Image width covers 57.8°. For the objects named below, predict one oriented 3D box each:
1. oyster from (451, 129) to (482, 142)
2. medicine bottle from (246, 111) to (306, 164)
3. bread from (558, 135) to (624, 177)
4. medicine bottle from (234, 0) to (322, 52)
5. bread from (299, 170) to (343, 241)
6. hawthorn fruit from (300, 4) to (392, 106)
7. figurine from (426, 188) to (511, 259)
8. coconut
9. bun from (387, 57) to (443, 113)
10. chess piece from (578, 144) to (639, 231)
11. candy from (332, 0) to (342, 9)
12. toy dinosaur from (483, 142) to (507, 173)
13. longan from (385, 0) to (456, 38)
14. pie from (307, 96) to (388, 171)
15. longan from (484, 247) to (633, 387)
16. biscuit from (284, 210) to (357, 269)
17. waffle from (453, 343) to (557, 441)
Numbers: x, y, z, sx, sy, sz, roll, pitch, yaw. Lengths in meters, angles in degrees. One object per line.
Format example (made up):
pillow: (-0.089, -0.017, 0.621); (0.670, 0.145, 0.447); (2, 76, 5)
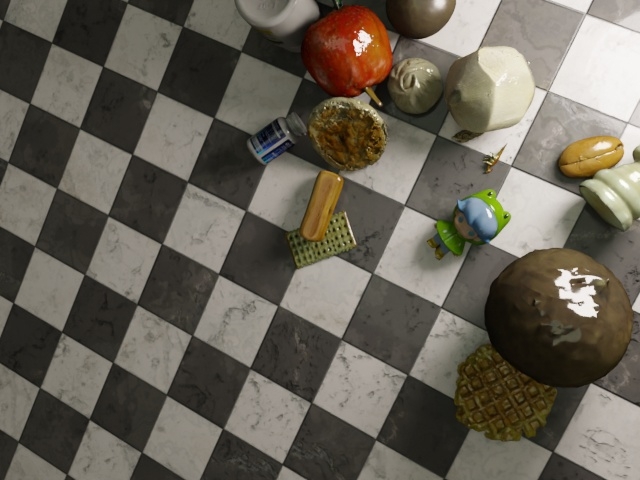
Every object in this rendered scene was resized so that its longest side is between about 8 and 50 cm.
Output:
oyster: (0.464, -0.323, 1.820); (0.083, 0.080, 0.038); (16, 122, 46)
medicine bottle: (-0.146, -0.347, 1.958); (0.191, 0.107, 0.107); (-33, 83, 13)
bread: (0.808, -0.251, 1.728); (0.189, 0.077, 0.114); (-18, 83, 17)
medicine bottle: (-0.115, -0.722, 1.819); (0.208, 0.339, 0.209); (0, 92, 14)
bread: (0.001, -0.112, 1.936); (0.092, 0.074, 0.240); (20, 91, 6)
hawthorn fruit: (0.100, -0.558, 1.805); (0.287, 0.287, 0.330); (-31, 100, 14)
figurine: (0.453, -0.044, 1.801); (0.263, 0.143, 0.162); (-38, 74, 30)
coconut: (0.484, -0.444, 1.703); (0.247, 0.245, 0.245); (-12, 88, -26)
bun: (0.300, -0.498, 1.840); (0.183, 0.102, 0.184); (0, 91, 12)
chess piece: (0.927, -0.198, 1.647); (0.330, 0.182, 0.182); (-42, 81, 11)
candy: (-0.045, -0.887, 1.839); (0.172, 0.263, 0.398); (-32, 83, 23)
toy dinosaur: (0.542, -0.263, 1.819); (0.041, 0.026, 0.113); (29, 108, 5)
longan: (0.310, -0.723, 1.790); (0.212, 0.198, 0.198); (-21, 86, 10)
pie: (0.083, -0.337, 1.859); (0.274, 0.055, 0.274); (8, 133, 8)
longan: (0.661, 0.214, 1.623); (0.390, 0.391, 0.392); (0, 92, 15)
biscuit: (0.000, 0.000, 1.978); (0.231, 0.016, 0.139); (-20, 85, 14)
waffle: (0.571, 0.467, 1.814); (0.301, 0.068, 0.325); (15, 94, 14)
